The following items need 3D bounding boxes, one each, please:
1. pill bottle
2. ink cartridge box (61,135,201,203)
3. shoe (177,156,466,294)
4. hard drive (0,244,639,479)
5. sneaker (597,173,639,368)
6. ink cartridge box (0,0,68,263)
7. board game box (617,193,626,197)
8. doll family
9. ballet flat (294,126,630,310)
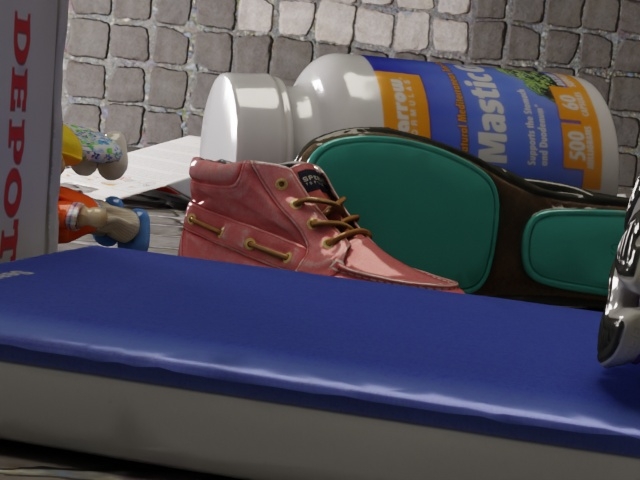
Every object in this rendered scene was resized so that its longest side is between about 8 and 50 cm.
[{"bbox_3d":[0.058,-0.054,0.940,0.272,0.152,0.152,3,6,-19],"label":"pill bottle"},{"bbox_3d":[-0.173,-0.055,1.370,0.225,0.056,0.181,-22,21,-35],"label":"ink cartridge box"},{"bbox_3d":[0.000,0.000,0.706,0.178,0.081,0.063,9,6,29],"label":"shoe"},{"bbox_3d":[0.027,0.047,0.467,0.319,0.040,0.210,7,6,14],"label":"hard drive"},{"bbox_3d":[0.140,0.011,0.412,0.071,0.068,0.170,17,10,34],"label":"sneaker"},{"bbox_3d":[-0.229,-0.095,0.415,0.166,0.285,0.395,6,5,11],"label":"ink cartridge box"},{"bbox_3d":[0.208,-0.010,1.108,0.104,0.026,0.154,-4,11,10],"label":"board game box"},{"bbox_3d":[-0.236,-0.065,0.854,0.263,0.118,0.163,7,-4,32],"label":"doll family"},{"bbox_3d":[0.104,0.000,0.826,0.281,0.095,0.096,14,-7,-15],"label":"ballet flat"}]
